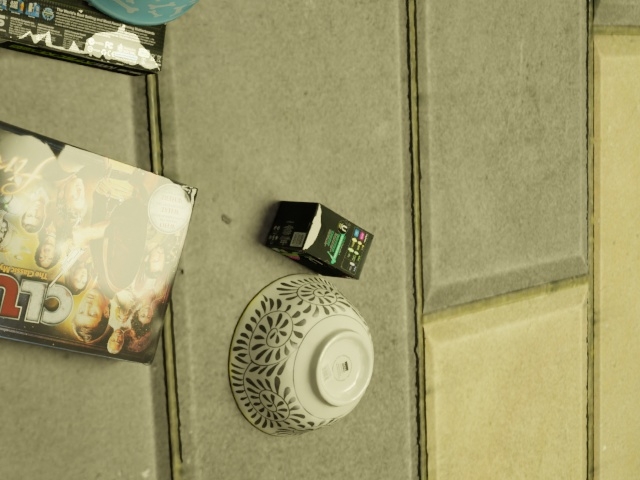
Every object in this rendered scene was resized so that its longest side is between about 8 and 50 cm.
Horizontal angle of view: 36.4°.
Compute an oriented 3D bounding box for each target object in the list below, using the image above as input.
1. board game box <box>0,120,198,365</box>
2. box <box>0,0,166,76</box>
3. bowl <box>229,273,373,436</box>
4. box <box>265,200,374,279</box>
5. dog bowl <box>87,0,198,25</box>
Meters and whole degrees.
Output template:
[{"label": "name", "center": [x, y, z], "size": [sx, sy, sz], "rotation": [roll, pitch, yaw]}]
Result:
[{"label": "board game box", "center": [-0.228, 0.001, 0.796], "size": [0.243, 0.042, 0.165], "rotation": [18, 84, -40]}, {"label": "box", "center": [-0.209, -0.241, 0.784], "size": [0.190, 0.045, 0.184], "rotation": [5, 89, -41]}, {"label": "bowl", "center": [0.000, 0.121, 0.977], "size": [0.170, 0.080, 0.170], "rotation": [-4, 97, -40]}, {"label": "box", "center": [0.000, 0.000, 0.974], "size": [0.083, 0.062, 0.052], "rotation": [29, 76, -39]}, {"label": "dog bowl", "center": [-0.102, -0.316, 0.794], "size": [0.166, 0.074, 0.297], "rotation": [42, 65, -34]}]
